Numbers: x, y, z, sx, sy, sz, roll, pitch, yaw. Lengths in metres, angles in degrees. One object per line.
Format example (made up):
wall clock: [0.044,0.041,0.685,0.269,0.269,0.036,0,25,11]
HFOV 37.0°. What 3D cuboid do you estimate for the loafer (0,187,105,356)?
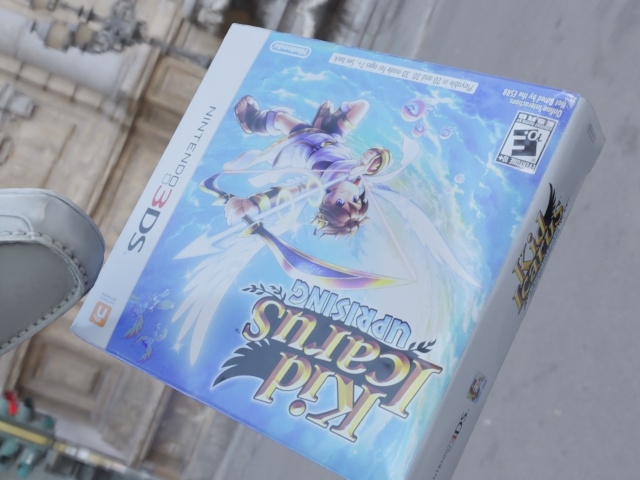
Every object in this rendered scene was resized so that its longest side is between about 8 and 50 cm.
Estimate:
loafer: [-0.269,0.068,0.567,0.319,0.112,0.111,-26,35,16]

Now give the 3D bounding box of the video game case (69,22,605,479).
video game case: [0.000,0.000,0.595,0.061,0.269,0.244,38,-106,-53]
